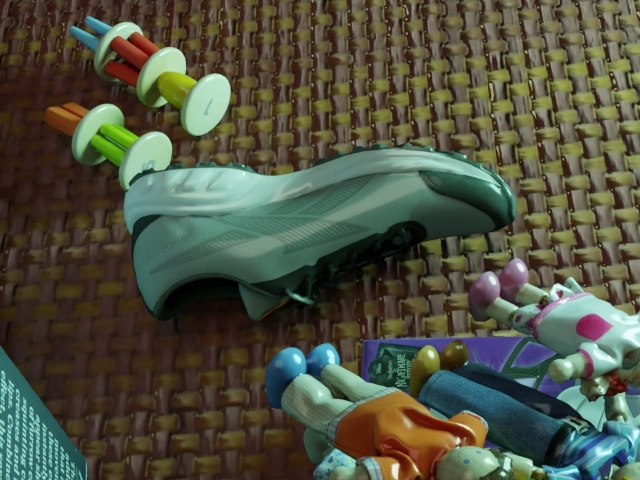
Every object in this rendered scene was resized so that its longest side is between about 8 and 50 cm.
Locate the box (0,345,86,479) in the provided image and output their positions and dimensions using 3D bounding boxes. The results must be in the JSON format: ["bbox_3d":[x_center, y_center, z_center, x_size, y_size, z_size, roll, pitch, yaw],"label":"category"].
[{"bbox_3d":[-0.303,0.145,0.512,0.293,0.395,0.212,-9,56,1],"label":"box"}]

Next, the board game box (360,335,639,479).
[{"bbox_3d":[0.120,0.192,0.584,0.208,0.056,0.347,-5,42,9],"label":"board game box"}]

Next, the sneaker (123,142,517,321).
[{"bbox_3d":[0.000,0.000,0.754,0.271,0.100,0.108,-7,71,7],"label":"sneaker"}]

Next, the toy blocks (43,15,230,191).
[{"bbox_3d":[-0.165,-0.115,0.866,0.148,0.054,0.123,32,66,25],"label":"toy blocks"}]

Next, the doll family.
[{"bbox_3d":[0.103,0.111,0.579,0.263,0.118,0.163,-20,34,-39],"label":"doll family"}]
